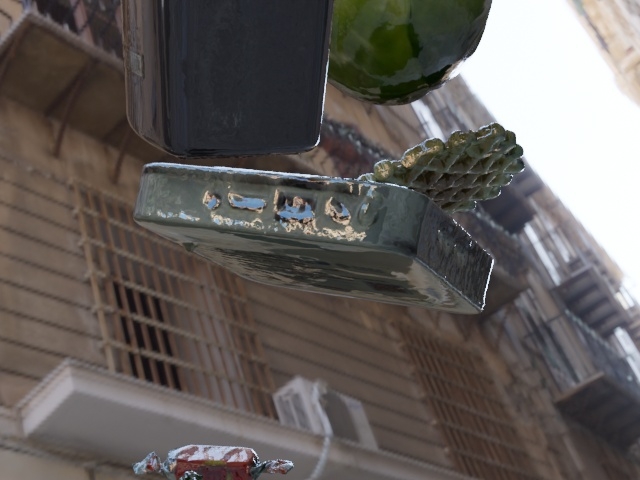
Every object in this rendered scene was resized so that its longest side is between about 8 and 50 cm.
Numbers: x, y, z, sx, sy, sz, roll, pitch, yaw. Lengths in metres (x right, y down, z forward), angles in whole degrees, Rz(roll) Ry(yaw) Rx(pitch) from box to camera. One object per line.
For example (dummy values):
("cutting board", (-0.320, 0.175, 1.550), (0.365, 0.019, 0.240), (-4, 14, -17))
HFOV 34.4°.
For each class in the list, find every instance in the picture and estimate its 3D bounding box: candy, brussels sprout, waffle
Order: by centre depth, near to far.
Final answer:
("brussels sprout", (0.136, -0.383, 1.629), (0.354, 0.281, 0.289), (-55, -22, -2))
("waffle", (0.199, -0.098, 1.767), (0.309, 0.056, 0.292), (-23, -21, 5))
("candy", (-0.195, 0.411, 1.877), (0.292, 0.086, 0.059), (0, -75, 5))

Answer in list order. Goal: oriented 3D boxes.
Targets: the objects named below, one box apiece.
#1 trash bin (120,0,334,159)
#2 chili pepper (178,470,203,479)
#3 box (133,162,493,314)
("trash bin", (-0.078, -0.222, 0.831), (0.182, 0.209, 0.290), (-5, -71, -23))
("chili pepper", (-0.142, 0.390, 1.328), (0.108, 0.216, 0.062), (24, -58, -38))
("box", (0.001, -0.001, 1.386), (0.396, 0.111, 0.396), (6, -12, 24))
